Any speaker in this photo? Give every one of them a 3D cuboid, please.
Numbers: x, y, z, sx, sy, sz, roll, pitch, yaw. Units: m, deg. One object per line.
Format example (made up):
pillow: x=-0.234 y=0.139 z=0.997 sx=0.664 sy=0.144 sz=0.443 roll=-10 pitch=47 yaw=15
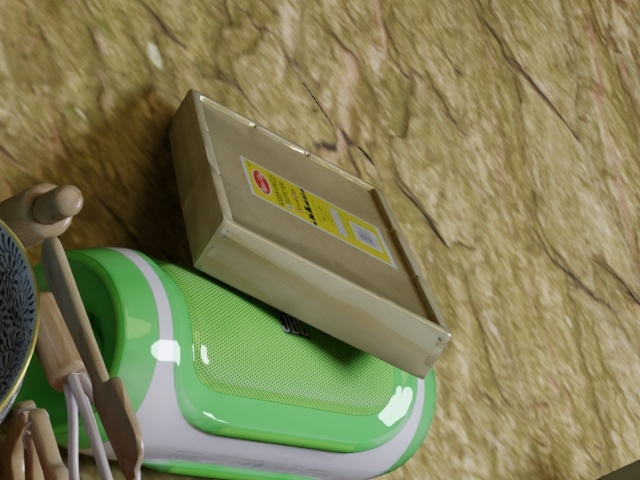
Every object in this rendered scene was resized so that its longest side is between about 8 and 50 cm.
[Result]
speaker: x=-0.057 y=0.084 z=1.229 sx=0.296 sy=0.131 sz=0.131 roll=15 pitch=54 yaw=-49

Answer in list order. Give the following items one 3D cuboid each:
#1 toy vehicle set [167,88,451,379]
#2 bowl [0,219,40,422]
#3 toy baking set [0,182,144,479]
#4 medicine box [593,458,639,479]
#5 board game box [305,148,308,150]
toy vehicle set: x=-0.015 y=-0.011 z=1.302 sx=0.166 sy=0.035 sz=0.267 roll=27 pitch=15 yaw=-17
bowl: x=-0.221 y=0.064 z=1.025 sx=0.080 sy=0.170 sz=0.170 roll=77 pitch=4 yaw=-59
toy baking set: x=-0.139 y=0.065 z=1.040 sx=0.030 sy=0.256 sz=0.197 roll=-8 pitch=82 yaw=-27
medicine box: x=0.298 y=0.347 z=1.489 sx=0.289 sy=0.149 sz=0.263 roll=52 pitch=33 yaw=-13
board game box: x=0.000 y=0.000 z=1.459 sx=0.169 sy=0.033 sz=0.133 roll=52 pitch=33 yaw=-13
